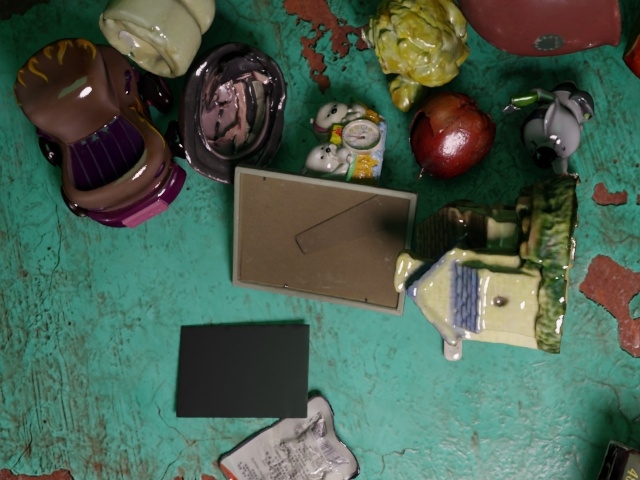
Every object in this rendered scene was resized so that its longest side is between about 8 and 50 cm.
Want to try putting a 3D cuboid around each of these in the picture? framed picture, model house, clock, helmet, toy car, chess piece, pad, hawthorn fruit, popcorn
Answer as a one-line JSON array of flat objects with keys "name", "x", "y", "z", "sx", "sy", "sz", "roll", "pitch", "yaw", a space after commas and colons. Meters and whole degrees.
[{"name": "framed picture", "x": 0.000, "y": 0.000, "z": 1.492, "sx": 0.324, "sy": 0.020, "sz": 0.241, "roll": 8, "pitch": 115, "yaw": 11}, {"name": "model house", "x": 0.266, "y": 0.021, "z": 1.344, "sx": 0.266, "sy": 0.321, "sz": 0.261, "roll": 3, "pitch": 101, "yaw": 18}, {"name": "clock", "x": 0.044, "y": -0.168, "z": 1.528, "sx": 0.144, "sy": 0.103, "sz": 0.231, "roll": 9, "pitch": 56, "yaw": 3}, {"name": "helmet", "x": -0.172, "y": -0.236, "z": 1.564, "sx": 0.198, "sy": 0.154, "sz": 0.253, "roll": 17, "pitch": 92, "yaw": -27}, {"name": "toy car", "x": -0.403, "y": -0.204, "z": 1.548, "sx": 0.271, "sy": 0.240, "sz": 0.341, "roll": -30, "pitch": 73, "yaw": 5}, {"name": "chess piece", "x": -0.224, "y": -0.522, "z": 1.541, "sx": 0.234, "sy": 0.234, "sz": 0.442, "roll": 23, "pitch": 73, "yaw": 12}, {"name": "pad", "x": -0.139, "y": 0.232, "z": 1.527, "sx": 0.245, "sy": 0.006, "sz": 0.170, "roll": -3, "pitch": 75, "yaw": 13}, {"name": "hawthorn fruit", "x": 0.219, "y": -0.176, "z": 1.499, "sx": 0.148, "sy": 0.148, "sz": 0.172, "roll": 40, "pitch": 104, "yaw": 14}, {"name": "helmet", "x": 0.334, "y": -0.460, "z": 1.434, "sx": 0.230, "sy": 0.337, "sz": 0.385, "roll": -22, "pitch": 57, "yaw": 11}, {"name": "popcorn", "x": 0.168, "y": -0.341, "z": 1.523, "sx": 0.197, "sy": 0.213, "sz": 0.198, "roll": 5, "pitch": 38, "yaw": -4}]

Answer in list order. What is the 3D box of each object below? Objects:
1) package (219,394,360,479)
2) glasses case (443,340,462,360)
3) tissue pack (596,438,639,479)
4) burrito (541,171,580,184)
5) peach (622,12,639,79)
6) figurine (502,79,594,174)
[{"name": "package", "x": -0.050, "y": 0.389, "z": 1.484, "sx": 0.232, "sy": 0.040, "sz": 0.166, "roll": -37, "pitch": 69, "yaw": 7}, {"name": "glasses case", "x": 0.231, "y": 0.168, "z": 1.487, "sx": 0.032, "sy": 0.021, "sz": 0.083, "roll": 1, "pitch": 79, "yaw": 11}, {"name": "tissue pack", "x": 0.477, "y": 0.512, "z": 1.292, "sx": 0.210, "sy": 0.198, "sz": 0.370, "roll": 19, "pitch": 84, "yaw": 10}, {"name": "burrito", "x": 0.375, "y": -0.054, "z": 1.494, "sx": 0.188, "sy": 0.045, "sz": 0.058, "roll": -47, "pitch": 63, "yaw": 1}, {"name": "peach", "x": 0.638, "y": -0.386, "z": 1.430, "sx": 0.245, "sy": 0.248, "sz": 0.275, "roll": 25, "pitch": 67, "yaw": -21}, {"name": "figurine", "x": 0.400, "y": -0.197, "z": 1.468, "sx": 0.126, "sy": 0.147, "sz": 0.192, "roll": -4, "pitch": 41, "yaw": 36}]
